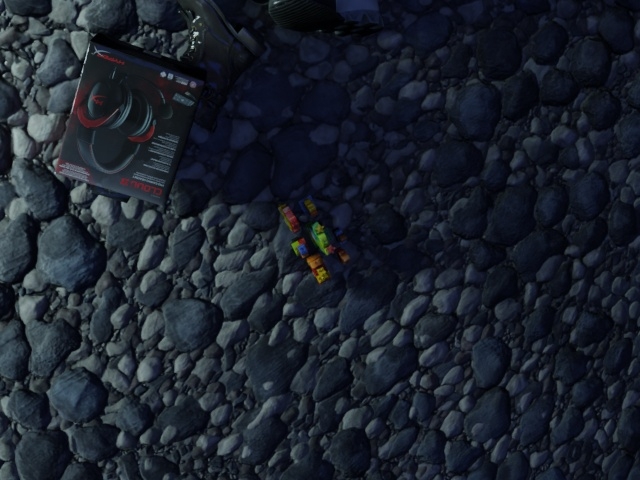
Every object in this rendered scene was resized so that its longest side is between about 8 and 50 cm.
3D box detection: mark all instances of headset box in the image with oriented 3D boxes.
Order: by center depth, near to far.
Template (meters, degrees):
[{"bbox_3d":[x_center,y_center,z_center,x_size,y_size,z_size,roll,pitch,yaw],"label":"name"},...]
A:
[{"bbox_3d":[-0.364,-0.214,1.393,0.218,0.110,0.293,18,110,-15],"label":"headset box"}]

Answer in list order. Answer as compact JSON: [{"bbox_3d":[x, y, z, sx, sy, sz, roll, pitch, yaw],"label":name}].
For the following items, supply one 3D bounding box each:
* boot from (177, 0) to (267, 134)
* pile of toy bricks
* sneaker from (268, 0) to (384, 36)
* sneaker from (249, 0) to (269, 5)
[{"bbox_3d":[-0.257,-0.363,1.437,0.263,0.091,0.229,38,99,-16],"label":"boot"},{"bbox_3d":[0.000,0.000,1.611,0.118,0.105,0.212,-30,112,-9],"label":"pile of toy bricks"},{"bbox_3d":[0.003,-0.487,1.420,0.330,0.122,0.146,-15,98,-57],"label":"sneaker"},{"bbox_3d":[-0.149,-0.574,1.374,0.101,0.153,0.269,-35,113,-5],"label":"sneaker"}]
